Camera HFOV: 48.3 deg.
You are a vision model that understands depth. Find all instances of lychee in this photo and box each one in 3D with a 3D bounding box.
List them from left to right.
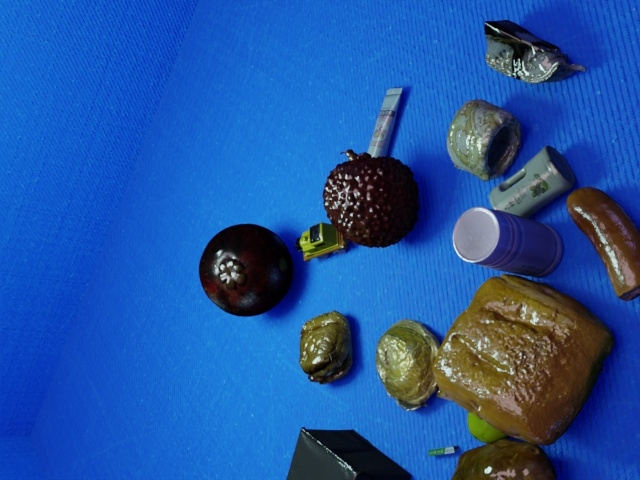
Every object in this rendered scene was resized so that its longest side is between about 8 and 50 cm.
[{"bbox_3d":[0.135,-0.121,1.940,0.264,0.264,0.300,-33,77,40],"label":"lychee"}]

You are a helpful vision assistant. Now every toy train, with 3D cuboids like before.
[{"bbox_3d":[0.000,0.000,2.173,0.219,0.127,0.089,-20,66,44],"label":"toy train"}]

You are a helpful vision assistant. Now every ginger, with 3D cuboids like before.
[{"bbox_3d":[0.383,0.544,1.583,0.321,0.165,0.172,-54,39,33],"label":"ginger"}]

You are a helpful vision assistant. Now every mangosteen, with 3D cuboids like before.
[{"bbox_3d":[-0.229,0.093,2.339,0.306,0.359,0.306,1,94,17],"label":"mangosteen"}]

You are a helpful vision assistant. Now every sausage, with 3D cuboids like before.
[{"bbox_3d":[0.611,-0.006,1.497,0.109,0.109,0.270,-45,51,33],"label":"sausage"}]

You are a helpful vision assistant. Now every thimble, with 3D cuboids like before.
[{"bbox_3d":[0.401,-0.244,1.767,0.143,0.137,0.190,43,124,45],"label":"thimble"}]

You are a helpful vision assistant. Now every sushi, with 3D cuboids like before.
[{"bbox_3d":[0.506,-0.431,1.724,0.273,0.134,0.109,39,128,28],"label":"sushi"}]

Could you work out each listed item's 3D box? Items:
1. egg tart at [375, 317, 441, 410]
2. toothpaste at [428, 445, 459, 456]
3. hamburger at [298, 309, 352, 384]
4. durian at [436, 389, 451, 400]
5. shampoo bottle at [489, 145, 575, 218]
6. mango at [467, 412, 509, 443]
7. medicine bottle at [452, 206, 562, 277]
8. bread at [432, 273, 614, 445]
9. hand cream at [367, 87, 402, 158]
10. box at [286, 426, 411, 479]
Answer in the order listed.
[{"bbox_3d":[0.217,0.318,1.872,0.232,0.098,0.252,-43,47,38],"label":"egg tart"},{"bbox_3d":[0.306,0.526,1.780,0.083,0.020,0.017,-25,65,43],"label":"toothpaste"},{"bbox_3d":[0.008,0.313,2.093,0.183,0.130,0.206,-24,62,41],"label":"hamburger"},{"bbox_3d":[0.345,0.326,1.738,0.224,0.078,0.140,-47,50,31],"label":"durian"},{"bbox_3d":[0.476,-0.109,1.684,0.234,0.087,0.118,-42,52,35],"label":"shampoo bottle"},{"bbox_3d":[0.411,0.390,1.635,0.178,0.100,0.119,-44,46,20],"label":"mango"},{"bbox_3d":[0.422,0.006,1.596,0.133,0.250,0.133,-13,72,45],"label":"medicine bottle"},{"bbox_3d":[0.430,0.244,1.542,0.337,0.148,0.328,-55,42,-4],"label":"bread"},{"bbox_3d":[0.178,-0.287,2.100,0.085,0.058,0.331,17,89,66],"label":"hand cream"},{"bbox_3d":[0.046,0.706,1.895,0.251,0.204,0.345,24,100,49],"label":"box"}]
